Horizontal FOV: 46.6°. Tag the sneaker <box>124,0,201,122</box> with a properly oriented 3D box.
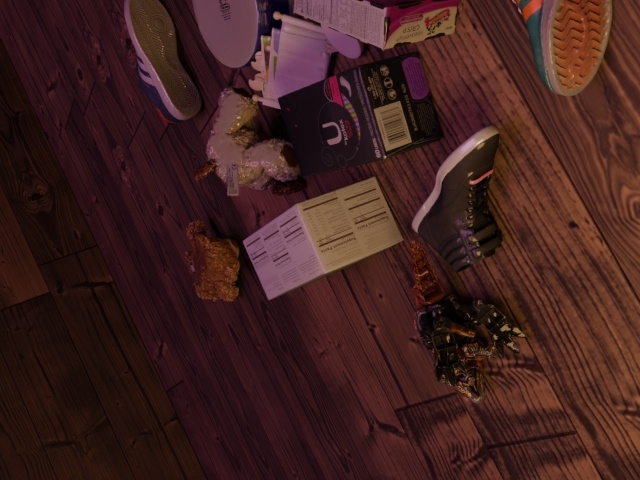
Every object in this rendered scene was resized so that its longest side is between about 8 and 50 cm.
[{"bbox_3d":[-0.442,-0.471,1.959,0.148,0.131,0.349,-13,98,53],"label":"sneaker"}]

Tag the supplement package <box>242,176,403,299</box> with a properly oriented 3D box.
[{"bbox_3d":[0.000,0.000,1.530,0.262,0.204,0.145,-28,84,58],"label":"supplement package"}]

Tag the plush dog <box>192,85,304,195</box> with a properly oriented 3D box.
[{"bbox_3d":[-0.158,-0.179,1.664,0.262,0.211,0.225,51,-171,18],"label":"plush dog"}]

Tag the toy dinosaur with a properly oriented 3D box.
[{"bbox_3d":[0.226,0.162,1.348,0.322,0.164,0.218,45,176,-15],"label":"toy dinosaur"}]

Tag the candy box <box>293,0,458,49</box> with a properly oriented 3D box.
[{"bbox_3d":[0.085,-0.386,1.213,0.233,0.159,0.071,37,136,40],"label":"candy box"}]

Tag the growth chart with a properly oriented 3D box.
[{"bbox_3d":[-0.055,-0.347,1.490,0.172,0.021,0.237,22,139,2],"label":"growth chart"}]

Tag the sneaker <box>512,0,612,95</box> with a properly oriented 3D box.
[{"bbox_3d":[0.302,-0.346,0.987,0.121,0.108,0.302,31,136,62],"label":"sneaker"}]

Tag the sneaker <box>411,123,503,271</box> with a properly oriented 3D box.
[{"bbox_3d":[0.257,-0.058,1.222,0.147,0.105,0.295,52,150,20],"label":"sneaker"}]

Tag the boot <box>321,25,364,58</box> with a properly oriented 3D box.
[{"bbox_3d":[0.033,-0.431,1.359,0.069,0.086,0.190,-3,134,48],"label":"boot"}]

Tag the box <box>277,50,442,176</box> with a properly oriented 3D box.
[{"bbox_3d":[0.065,-0.224,1.357,0.270,0.143,0.165,-6,104,57],"label":"box"}]

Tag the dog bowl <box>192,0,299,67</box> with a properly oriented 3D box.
[{"bbox_3d":[-0.161,-0.500,1.557,0.265,0.104,0.264,33,134,42],"label":"dog bowl"}]

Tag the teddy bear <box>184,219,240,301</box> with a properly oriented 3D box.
[{"bbox_3d":[-0.306,0.065,2.133,0.245,0.113,0.338,61,156,23],"label":"teddy bear"}]
